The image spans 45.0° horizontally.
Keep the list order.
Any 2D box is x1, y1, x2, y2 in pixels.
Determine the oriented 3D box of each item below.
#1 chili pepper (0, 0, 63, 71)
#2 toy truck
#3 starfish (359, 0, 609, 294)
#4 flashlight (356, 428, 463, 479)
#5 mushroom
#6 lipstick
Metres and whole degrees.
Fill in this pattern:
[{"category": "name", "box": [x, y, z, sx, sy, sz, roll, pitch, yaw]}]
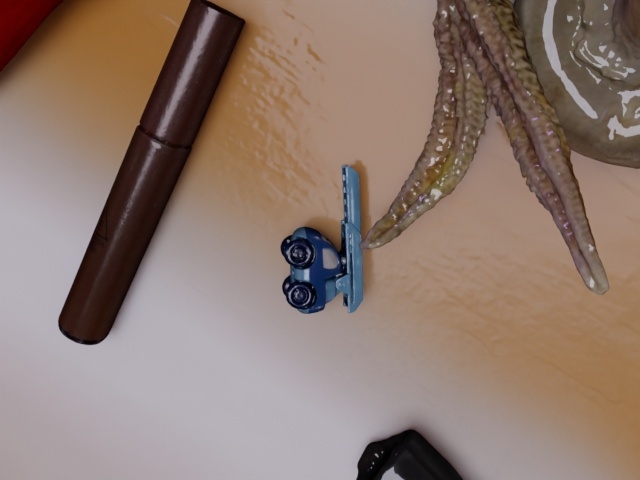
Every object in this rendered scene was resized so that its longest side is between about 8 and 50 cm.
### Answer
[{"category": "chili pepper", "box": [-0.288, -0.237, 0.716, 0.387, 0.110, 0.110, -38, 91, 22]}, {"category": "toy truck", "box": [0.000, 0.000, 0.718, 0.074, 0.063, 0.136, -4, 99, -6]}, {"category": "starfish", "box": [0.077, -0.171, 0.562, 0.132, 0.384, 0.398, -9, 116, -2]}, {"category": "flashlight", "box": [0.197, 0.347, 0.720, 0.424, 0.103, 0.103, 44, 107, 3]}, {"category": "mushroom", "box": [0.240, -0.154, 0.550, 0.207, 0.215, 0.207, 1, 96, 12]}, {"category": "lipstick", "box": [-0.168, -0.057, 0.745, 0.057, 0.057, 0.357, 29, 106, 6]}]
